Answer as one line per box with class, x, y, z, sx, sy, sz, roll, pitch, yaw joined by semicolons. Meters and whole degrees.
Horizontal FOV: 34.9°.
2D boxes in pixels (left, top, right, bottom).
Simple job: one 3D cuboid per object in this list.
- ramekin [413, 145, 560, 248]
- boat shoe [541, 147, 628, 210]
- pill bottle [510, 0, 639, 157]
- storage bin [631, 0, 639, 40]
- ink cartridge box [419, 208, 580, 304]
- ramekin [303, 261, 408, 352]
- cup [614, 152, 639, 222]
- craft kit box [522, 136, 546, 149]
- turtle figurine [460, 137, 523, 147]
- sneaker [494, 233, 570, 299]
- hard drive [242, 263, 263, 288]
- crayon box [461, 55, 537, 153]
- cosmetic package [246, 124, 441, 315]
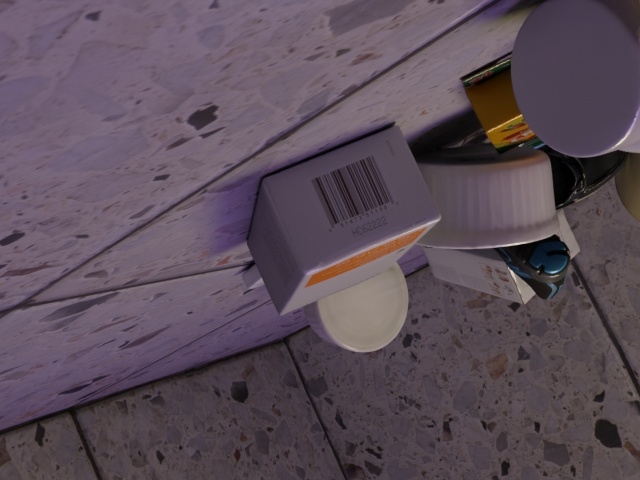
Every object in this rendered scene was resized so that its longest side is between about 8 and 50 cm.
ramekin;0.268;-0.081;1.750;0.277;0.135;0.277;-4;-167;1
boat shoe;0.470;-0.124;2.031;0.340;0.127;0.113;-18;-175;-4
pill bottle;0.435;-0.236;1.268;0.392;0.224;0.224;-19;170;-35
storage bin;0.409;-0.331;0.947;0.262;0.123;0.260;-25;172;7
ink cartridge box;0.433;-0.010;2.383;0.272;0.130;0.309;-39;-151;-21
ramekin;0.077;0.143;2.550;0.273;0.273;0.127;-20;-176;-29
cup;0.768;-0.198;2.051;0.331;0.331;0.237;-24;144;-3
craft kit box;0.492;-0.221;2.129;0.250;0.061;0.246;-24;169;-4
turtle figurine;0.320;-0.143;1.941;0.175;0.118;0.234;-23;177;-10
sneaker;0.389;-0.015;2.148;0.125;0.341;0.140;-27;146;-10
hard drive;0.000;0.000;2.122;0.233;0.047;0.353;-20;170;-30
crayon box;0.332;-0.225;1.544;0.202;0.081;0.318;-26;171;13
cosmetic package;0.020;-0.015;1.684;0.230;0.161;0.453;-23;172;-10
